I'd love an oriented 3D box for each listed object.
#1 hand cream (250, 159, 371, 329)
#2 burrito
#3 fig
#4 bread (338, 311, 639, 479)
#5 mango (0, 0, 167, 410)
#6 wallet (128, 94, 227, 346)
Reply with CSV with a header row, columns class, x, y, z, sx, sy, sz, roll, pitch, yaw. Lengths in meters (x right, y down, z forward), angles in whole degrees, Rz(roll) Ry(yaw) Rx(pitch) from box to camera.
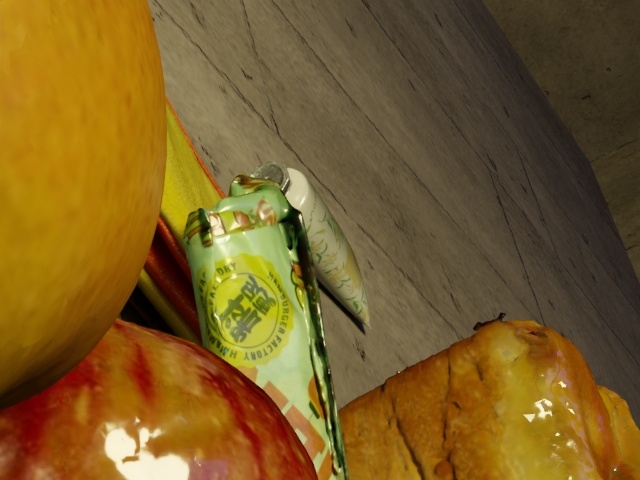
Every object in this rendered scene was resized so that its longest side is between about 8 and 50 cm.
class,x,y,z,sx,sy,sz,roll,pitch,yaw
hand cream,0.000,0.000,1.235,0.194,0.042,0.067,49,19,-56
burrito,-0.034,0.109,0.823,0.104,0.054,0.288,-6,86,-44
fig,-0.078,0.131,0.523,0.175,0.175,0.207,45,36,-50
bread,0.128,0.222,1.002,0.149,0.195,0.344,39,30,-46
mango,-0.198,-0.087,0.384,0.378,0.221,0.264,47,24,-18
wallet,-0.070,0.008,0.946,0.241,0.067,0.141,56,17,-38
